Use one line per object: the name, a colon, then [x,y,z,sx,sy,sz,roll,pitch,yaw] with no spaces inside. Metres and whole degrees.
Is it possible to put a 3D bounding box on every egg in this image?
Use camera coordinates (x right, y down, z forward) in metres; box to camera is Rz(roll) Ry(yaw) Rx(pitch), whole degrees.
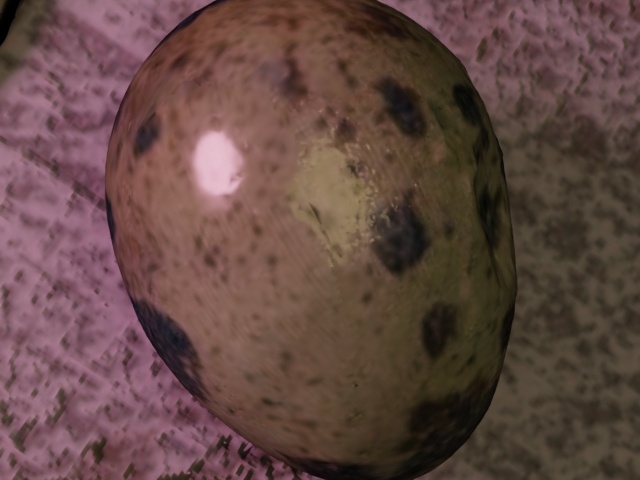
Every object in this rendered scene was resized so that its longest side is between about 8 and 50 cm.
egg: [0.000,0.000,0.661,0.141,0.141,0.182,-21,96,-16]

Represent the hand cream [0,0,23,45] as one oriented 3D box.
hand cream: [-0.248,-0.171,0.675,0.336,0.076,0.121,37,80,-12]
